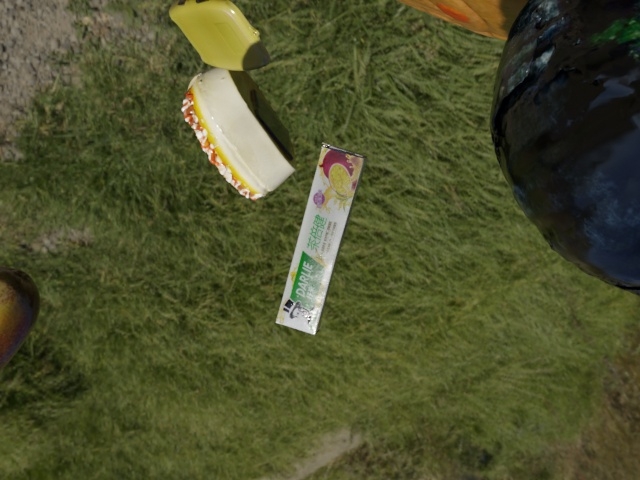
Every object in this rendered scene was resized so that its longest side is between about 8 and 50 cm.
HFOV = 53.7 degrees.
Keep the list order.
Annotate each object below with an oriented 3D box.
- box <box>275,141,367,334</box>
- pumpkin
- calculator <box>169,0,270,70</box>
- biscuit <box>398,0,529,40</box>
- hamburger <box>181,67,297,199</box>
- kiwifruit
[{"bbox_3d":[0.000,0.000,0.690,0.041,0.050,0.207,-32,138,-75],"label":"box"},{"bbox_3d":[0.215,-0.074,0.369,0.233,0.233,0.163,-8,159,-21],"label":"pumpkin"},{"bbox_3d":[-0.179,-0.362,1.112,0.033,0.237,0.157,-51,129,-18],"label":"calculator"},{"bbox_3d":[0.116,-0.334,0.731,0.350,0.455,0.078,10,109,-55],"label":"biscuit"},{"bbox_3d":[-0.171,-0.233,1.351,0.151,0.227,0.295,-29,116,18],"label":"hamburger"},{"bbox_3d":[-0.285,0.077,0.522,0.124,0.075,0.075,-47,145,-3],"label":"kiwifruit"}]
